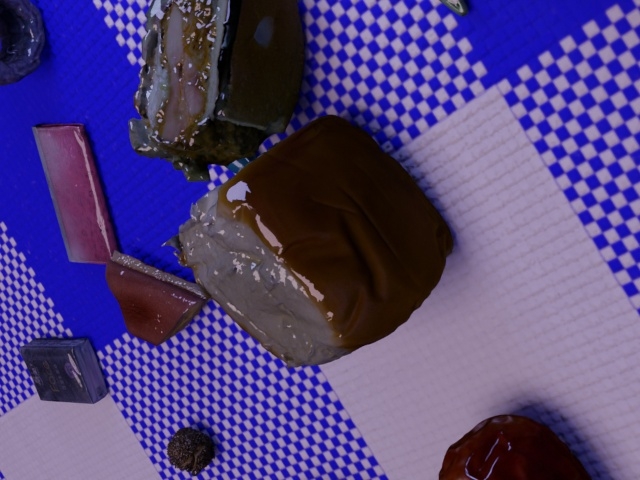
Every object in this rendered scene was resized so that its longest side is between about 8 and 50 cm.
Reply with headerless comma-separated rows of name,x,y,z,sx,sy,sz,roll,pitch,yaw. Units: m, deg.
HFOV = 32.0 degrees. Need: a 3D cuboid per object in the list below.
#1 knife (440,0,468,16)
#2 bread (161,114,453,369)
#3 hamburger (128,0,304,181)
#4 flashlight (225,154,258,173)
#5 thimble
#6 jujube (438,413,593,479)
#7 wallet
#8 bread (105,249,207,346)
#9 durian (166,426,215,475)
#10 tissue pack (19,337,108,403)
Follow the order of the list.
knife,0.070,-0.361,1.246,0.293,0.020,0.043,49,136,10
bread,0.000,0.000,1.344,0.279,0.250,0.225,47,141,4
hamburger,-0.119,-0.210,1.379,0.167,0.192,0.288,6,85,31
flashlight,-0.126,-0.122,1.517,0.129,0.051,0.051,38,131,11
thimble,-0.490,-0.303,1.659,0.097,0.150,0.150,0,112,40
jujube,0.254,0.330,1.341,0.174,0.174,0.250,-38,83,44
wallet,-0.386,-0.073,1.772,0.119,0.025,0.232,4,114,39
bread,-0.252,0.096,1.717,0.192,0.067,0.119,24,118,28
durian,-0.214,0.339,1.805,0.091,0.080,0.080,7,116,48
tissue pack,-0.451,0.228,1.964,0.156,0.051,0.112,-4,110,41
